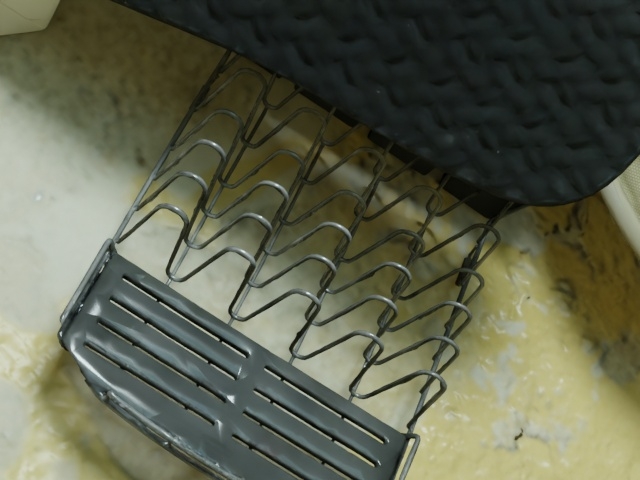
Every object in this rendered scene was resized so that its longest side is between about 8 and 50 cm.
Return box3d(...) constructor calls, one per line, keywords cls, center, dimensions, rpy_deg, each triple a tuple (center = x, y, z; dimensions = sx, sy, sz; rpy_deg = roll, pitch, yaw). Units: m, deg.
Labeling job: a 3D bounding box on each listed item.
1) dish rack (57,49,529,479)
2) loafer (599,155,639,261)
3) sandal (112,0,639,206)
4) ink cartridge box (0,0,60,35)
box3d(cls="dish rack", center=(0.000, 0.000, 0.715), dimensions=(0.208, 0.074, 0.272), rpy_deg=(32, 54, -9))
box3d(cls="loafer", center=(0.194, -0.065, 0.758), dimensions=(0.102, 0.092, 0.269), rpy_deg=(-19, 68, -45))
box3d(cls="sandal", center=(-0.034, -0.171, 0.675), dimensions=(0.445, 0.168, 0.107), rpy_deg=(35, 19, -5))
box3d(cls="ink cartridge box", center=(-0.211, -0.203, 0.714), dimensions=(0.115, 0.067, 0.198), rpy_deg=(-12, 77, -26))
